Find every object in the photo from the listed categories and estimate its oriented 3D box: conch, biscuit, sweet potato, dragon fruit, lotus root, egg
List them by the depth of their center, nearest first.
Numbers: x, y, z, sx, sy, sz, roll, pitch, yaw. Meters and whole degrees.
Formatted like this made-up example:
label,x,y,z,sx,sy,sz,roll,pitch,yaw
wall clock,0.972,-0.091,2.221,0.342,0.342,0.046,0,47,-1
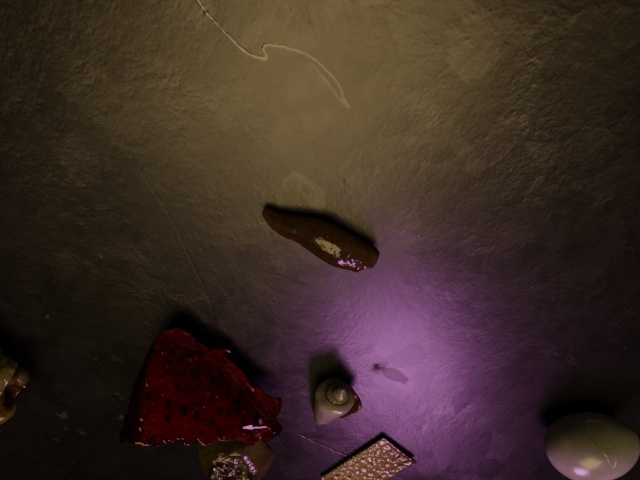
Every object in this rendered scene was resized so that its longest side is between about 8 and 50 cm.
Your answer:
label,x,y,z,sx,sy,sz,roll,pitch,yaw
sweet potato,0.000,0.000,0.814,0.243,0.077,0.077,23,114,-12
dragon fruit,-0.267,0.350,0.983,0.329,0.228,0.286,10,150,-26
conch,0.032,0.390,0.997,0.104,0.094,0.176,-16,129,-37
egg,0.641,0.485,1.012,0.209,0.151,0.151,-14,115,2
lotus root,-0.223,0.576,1.097,0.183,0.078,0.204,-29,114,14
biscuit,0.127,0.615,1.148,0.139,0.016,0.231,41,109,-18

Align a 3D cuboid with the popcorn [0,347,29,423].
label,x,y,z,sx,sy,sz,roll,pitch,yaw
popcorn,-0.771,0.311,0.904,0.254,0.195,0.256,5,98,-8
